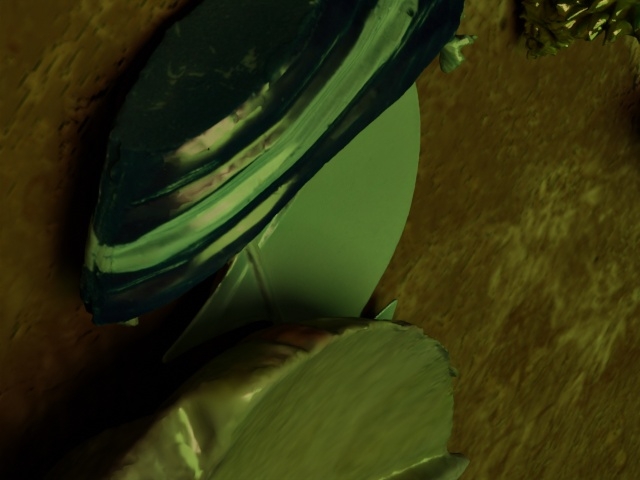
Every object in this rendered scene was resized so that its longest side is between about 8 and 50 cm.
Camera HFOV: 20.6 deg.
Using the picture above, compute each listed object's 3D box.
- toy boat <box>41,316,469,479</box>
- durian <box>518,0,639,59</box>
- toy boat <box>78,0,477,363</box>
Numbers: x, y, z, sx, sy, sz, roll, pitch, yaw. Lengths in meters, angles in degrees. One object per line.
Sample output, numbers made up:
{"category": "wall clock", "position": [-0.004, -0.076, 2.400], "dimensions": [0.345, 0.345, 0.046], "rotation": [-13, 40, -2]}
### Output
{"category": "toy boat", "position": [-0.046, 0.123, 0.791], "dimensions": [0.293, 0.111, 0.276], "rotation": [-45, 158, -23]}
{"category": "durian", "position": [0.183, -0.166, 0.843], "dimensions": [0.187, 0.108, 0.119], "rotation": [-45, 145, -17]}
{"category": "toy boat", "position": [0.000, 0.000, 0.796], "dimensions": [0.220, 0.067, 0.291], "rotation": [-45, 147, -16]}
